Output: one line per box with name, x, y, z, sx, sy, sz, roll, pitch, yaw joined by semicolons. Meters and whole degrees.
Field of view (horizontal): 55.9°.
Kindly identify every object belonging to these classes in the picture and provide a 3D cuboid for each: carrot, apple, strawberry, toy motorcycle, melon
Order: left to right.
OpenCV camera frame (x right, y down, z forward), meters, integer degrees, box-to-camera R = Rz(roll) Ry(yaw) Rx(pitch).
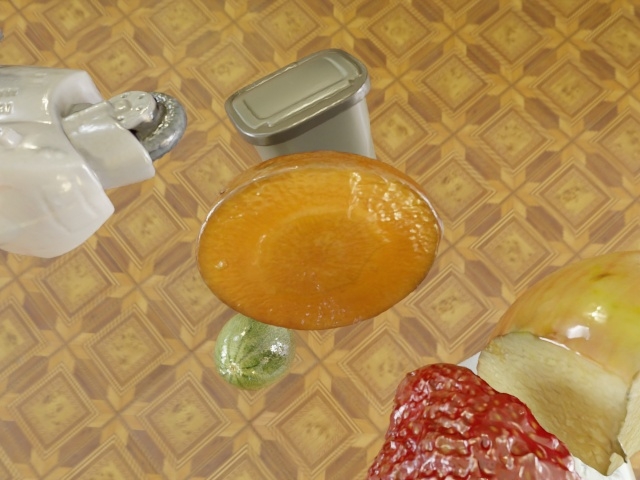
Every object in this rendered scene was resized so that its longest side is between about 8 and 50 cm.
toy motorcycle;-0.226;-0.056;0.413;0.260;0.110;0.170;8;50;20
melon;-0.112;0.189;1.062;0.139;0.192;0.139;3;102;16
carrot;0.000;0.000;0.771;0.308;0.258;0.100;-10;37;6
strawberry;0.168;0.282;0.652;0.261;0.261;0.257;29;43;9
apple;0.400;0.132;0.793;0.309;0.314;0.252;-32;88;-25

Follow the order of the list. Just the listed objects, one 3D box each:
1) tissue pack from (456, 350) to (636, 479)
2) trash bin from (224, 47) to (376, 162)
tissue pack;0.334;0.395;0.989;0.205;0.331;0.404;13;54;-23
trash bin;-0.010;-0.162;1.024;0.220;0.250;0.219;-27;44;-4
